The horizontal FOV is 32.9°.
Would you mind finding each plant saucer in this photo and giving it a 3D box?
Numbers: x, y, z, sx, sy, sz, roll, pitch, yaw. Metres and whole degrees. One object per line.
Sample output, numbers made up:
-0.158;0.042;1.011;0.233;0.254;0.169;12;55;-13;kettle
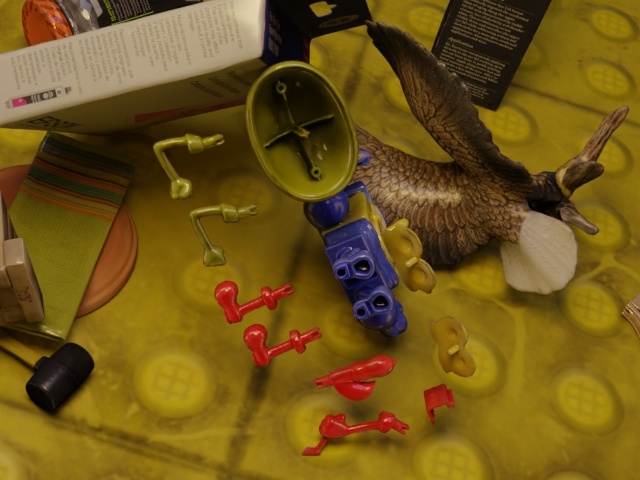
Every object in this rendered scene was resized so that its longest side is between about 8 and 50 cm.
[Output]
-0.284;-0.007;1.096;0.200;0.037;0.200;8;49;-10;plant saucer

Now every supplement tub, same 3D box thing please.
-0.241;-0.261;1.264;0.190;0.117;0.117;-25;62;-32;supplement tub

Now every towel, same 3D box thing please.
-0.262;-0.011;1.066;0.102;0.021;0.237;15;50;-2;towel

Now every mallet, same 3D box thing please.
-0.297;0.085;1.021;0.190;0.039;0.062;35;50;19;mallet

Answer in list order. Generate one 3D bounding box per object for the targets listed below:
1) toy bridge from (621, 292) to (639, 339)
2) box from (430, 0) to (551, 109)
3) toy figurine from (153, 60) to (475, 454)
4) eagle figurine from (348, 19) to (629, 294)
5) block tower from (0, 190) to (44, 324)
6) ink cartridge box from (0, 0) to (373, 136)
0.402;0.137;1.179;0.063;0.026;0.188;-30;65;-31;toy bridge
0.219;-0.296;1.362;0.108;0.207;0.153;20;49;1;box
0.000;0.000;1.070;0.191;0.362;0.217;-26;14;9;toy figurine
0.145;-0.081;1.172;0.298;0.225;0.226;16;89;-21;eagle figurine
-0.418;0.043;0.938;0.336;0.091;0.097;-10;55;-7;block tower
-0.111;-0.167;1.047;0.330;0.324;0.071;-11;92;7;ink cartridge box
